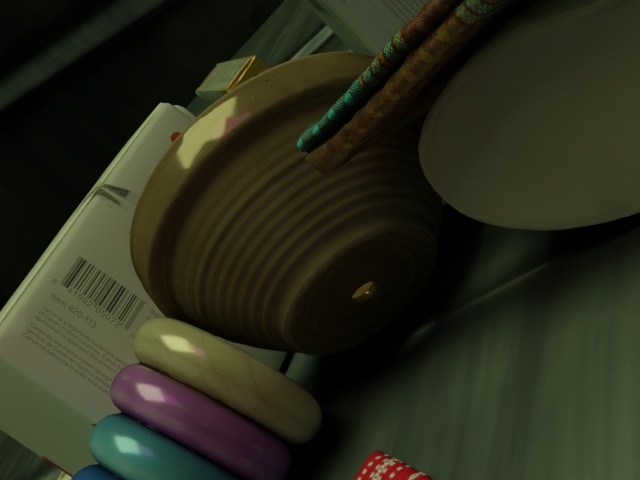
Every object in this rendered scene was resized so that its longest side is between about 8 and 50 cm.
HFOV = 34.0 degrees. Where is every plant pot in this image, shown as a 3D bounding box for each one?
[{"bbox_3d":[0.000,0.000,0.710,0.237,0.237,0.110,-47,55,14],"label":"plant pot"}]

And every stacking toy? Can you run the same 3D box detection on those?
[{"bbox_3d":[-0.131,0.221,0.672,0.330,0.141,0.141,-62,17,-13],"label":"stacking toy"}]

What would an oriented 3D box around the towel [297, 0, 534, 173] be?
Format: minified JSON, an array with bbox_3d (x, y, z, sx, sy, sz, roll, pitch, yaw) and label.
[{"bbox_3d":[0.158,-0.183,0.631,0.271,0.040,0.370,-45,-6,41],"label":"towel"}]

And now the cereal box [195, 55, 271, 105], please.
[{"bbox_3d":[-0.034,-0.111,1.048,0.047,0.173,0.240,-53,14,-2],"label":"cereal box"}]

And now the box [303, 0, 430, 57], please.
[{"bbox_3d":[0.057,-0.269,1.100,0.119,0.182,0.181,-46,21,4],"label":"box"}]

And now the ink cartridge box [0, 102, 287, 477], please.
[{"bbox_3d":[-0.133,0.057,0.868,0.117,0.207,0.283,-36,20,48],"label":"ink cartridge box"}]

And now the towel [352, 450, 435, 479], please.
[{"bbox_3d":[0.017,0.199,0.447,0.199,0.031,0.275,-52,15,-9],"label":"towel"}]

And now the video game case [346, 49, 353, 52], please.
[{"bbox_3d":[0.057,-0.218,1.318,0.201,0.023,0.183,-30,25,53],"label":"video game case"}]

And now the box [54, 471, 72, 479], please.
[{"bbox_3d":[-0.255,0.293,0.940,0.324,0.067,0.063,-50,15,-2],"label":"box"}]

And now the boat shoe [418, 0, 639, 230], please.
[{"bbox_3d":[0.207,-0.132,0.542,0.340,0.127,0.158,-29,18,36],"label":"boat shoe"}]
